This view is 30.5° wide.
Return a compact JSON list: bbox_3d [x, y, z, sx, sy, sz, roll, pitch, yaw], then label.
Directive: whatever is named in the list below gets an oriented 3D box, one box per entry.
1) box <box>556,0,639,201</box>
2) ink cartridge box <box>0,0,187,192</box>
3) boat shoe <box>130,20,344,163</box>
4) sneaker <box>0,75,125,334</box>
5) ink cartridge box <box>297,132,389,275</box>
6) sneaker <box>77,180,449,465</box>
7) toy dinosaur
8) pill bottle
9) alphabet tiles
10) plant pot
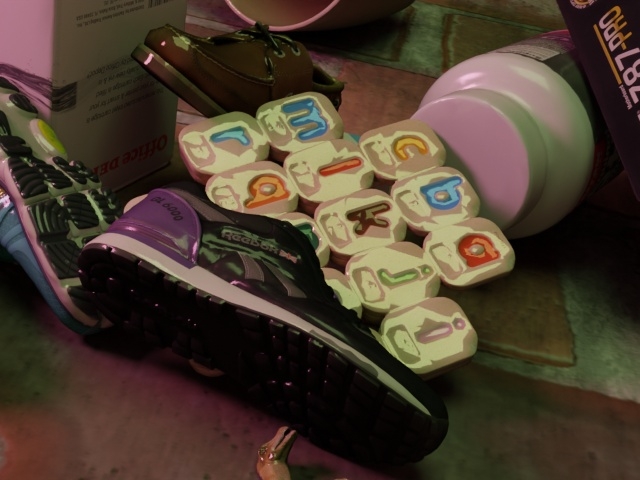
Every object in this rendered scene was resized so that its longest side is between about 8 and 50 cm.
[{"bbox_3d":[0.384,-0.144,1.155,0.318,0.097,0.395,22,40,-33],"label":"box"},{"bbox_3d":[-0.217,-0.184,1.053,0.114,0.273,0.198,20,28,21],"label":"ink cartridge box"},{"bbox_3d":[-0.068,-0.156,1.090,0.110,0.104,0.307,41,8,18],"label":"boat shoe"},{"bbox_3d":[-0.240,-0.026,0.933,0.275,0.110,0.107,50,26,24],"label":"sneaker"},{"bbox_3d":[0.012,-0.030,1.047,0.092,0.090,0.143,12,27,1],"label":"ink cartridge box"},{"bbox_3d":[-0.021,0.041,0.826,0.283,0.107,0.124,30,50,13],"label":"sneaker"},{"bbox_3d":[-0.037,0.173,0.710,0.092,0.053,0.183,5,16,22],"label":"toy dinosaur"},{"bbox_3d":[0.196,-0.102,1.142,0.176,0.176,0.318,24,26,22],"label":"pill bottle"},{"bbox_3d":[0.000,0.000,0.933,0.277,0.021,0.284,-19,59,-20],"label":"alphabet tiles"},{"bbox_3d":[0.031,-0.401,1.623,0.256,0.257,0.274,29,17,30],"label":"plant pot"}]
